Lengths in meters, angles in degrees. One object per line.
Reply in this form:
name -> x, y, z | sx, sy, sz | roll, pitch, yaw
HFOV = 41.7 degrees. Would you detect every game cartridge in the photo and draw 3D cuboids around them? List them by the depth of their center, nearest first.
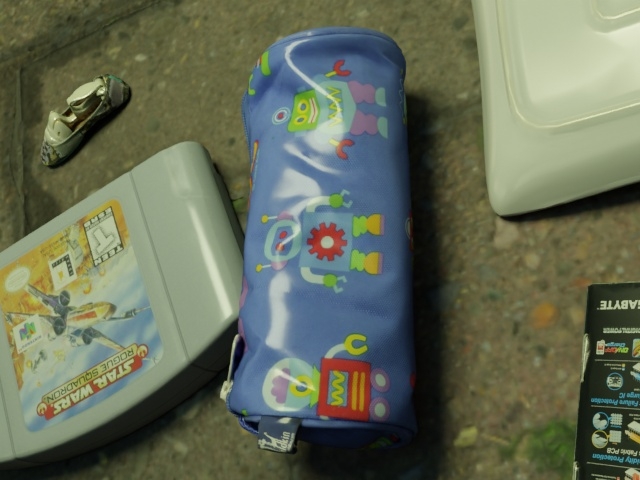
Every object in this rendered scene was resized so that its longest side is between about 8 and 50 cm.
game cartridge -> -0.192, 0.068, 0.710 | 0.297, 0.062, 0.198 | -30, 59, 14

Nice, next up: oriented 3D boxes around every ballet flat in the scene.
ballet flat -> -0.234, -0.118, 0.798 | 0.114, 0.041, 0.041 | -40, 61, 9

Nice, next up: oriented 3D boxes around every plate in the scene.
plate -> 0.222, -0.178, 0.567 | 0.277, 0.045, 0.278 | -15, 66, 33

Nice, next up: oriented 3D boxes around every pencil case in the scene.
pencil case -> 0.000, 0.000, 0.599 | 0.133, 0.119, 0.306 | 0, 71, 2

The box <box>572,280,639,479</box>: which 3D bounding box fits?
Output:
box -> 0.245, 0.107, 0.447 | 0.220, 0.051, 0.175 | -7, 69, 46
